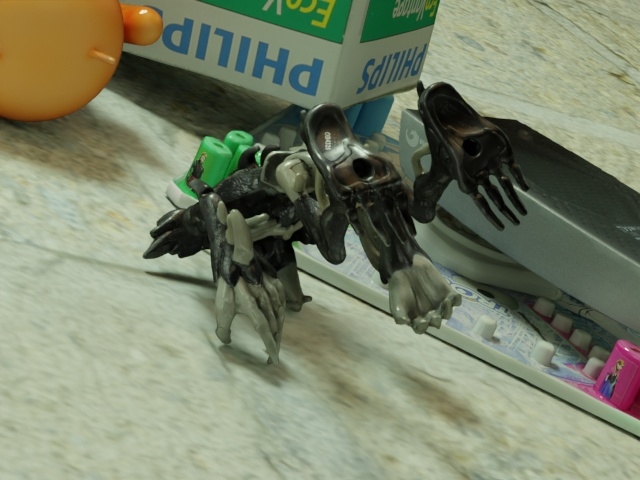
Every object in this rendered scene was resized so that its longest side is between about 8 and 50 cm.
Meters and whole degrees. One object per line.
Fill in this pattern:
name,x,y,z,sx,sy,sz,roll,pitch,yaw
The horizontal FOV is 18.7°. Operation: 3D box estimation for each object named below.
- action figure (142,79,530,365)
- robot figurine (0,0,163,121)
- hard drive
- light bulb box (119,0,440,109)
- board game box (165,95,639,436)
action figure,0.000,0.000,1.138,0.164,0.141,0.276,-16,-4,-25
robot figurine,-0.205,-0.160,1.342,0.158,0.128,0.219,43,7,-31
hard drive,0.183,-0.013,1.378,0.255,0.054,0.172,36,21,32
light bulb box,-0.072,-0.323,1.513,0.358,0.361,0.225,18,16,18
board game box,0.120,-0.006,1.452,0.390,0.050,0.390,27,18,7
